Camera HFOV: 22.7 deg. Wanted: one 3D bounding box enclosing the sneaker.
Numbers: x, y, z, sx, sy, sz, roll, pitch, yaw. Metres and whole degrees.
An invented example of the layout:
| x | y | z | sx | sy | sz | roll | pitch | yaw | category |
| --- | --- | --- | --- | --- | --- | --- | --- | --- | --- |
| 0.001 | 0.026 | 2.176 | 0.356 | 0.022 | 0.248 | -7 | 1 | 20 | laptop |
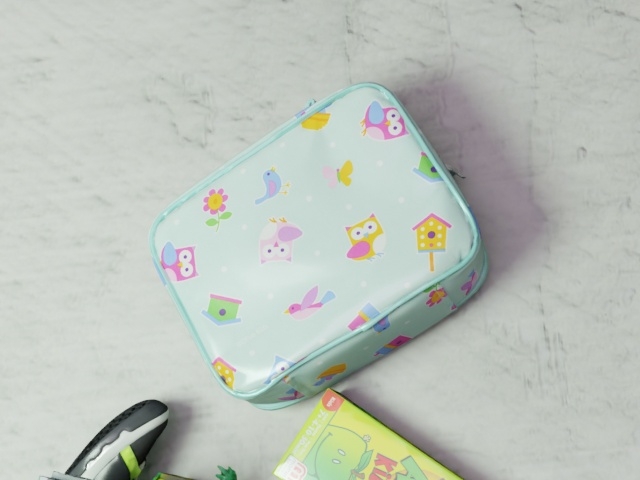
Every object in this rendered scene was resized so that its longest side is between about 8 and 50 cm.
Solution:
| x | y | z | sx | sy | sz | roll | pitch | yaw | category |
| --- | --- | --- | --- | --- | --- | --- | --- | --- | --- |
| -0.200 | 0.250 | 1.450 | 0.097 | 0.084 | 0.235 | 40 | 91 | -6 | sneaker |

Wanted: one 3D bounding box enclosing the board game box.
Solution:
| x | y | z | sx | sy | sz | roll | pitch | yaw | category |
| --- | --- | --- | --- | --- | --- | --- | --- | --- | --- |
| 0.058 | 0.218 | 1.395 | 0.181 | 0.043 | 0.092 | 33 | 88 | 18 | board game box |

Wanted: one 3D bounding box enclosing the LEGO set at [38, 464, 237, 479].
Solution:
| x | y | z | sx | sy | sz | roll | pitch | yaw | category |
| --- | --- | --- | --- | --- | --- | --- | --- | --- | --- |
| -0.126 | 0.338 | 1.309 | 0.192 | 0.255 | 0.331 | 8 | 73 | 32 | LEGO set |

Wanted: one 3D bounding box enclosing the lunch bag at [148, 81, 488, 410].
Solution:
| x | y | z | sx | sy | sz | roll | pitch | yaw | category |
| --- | --- | --- | --- | --- | --- | --- | --- | --- | --- |
| 0.000 | 0.000 | 1.421 | 0.279 | 0.108 | 0.224 | -33 | 68 | 4 | lunch bag |
